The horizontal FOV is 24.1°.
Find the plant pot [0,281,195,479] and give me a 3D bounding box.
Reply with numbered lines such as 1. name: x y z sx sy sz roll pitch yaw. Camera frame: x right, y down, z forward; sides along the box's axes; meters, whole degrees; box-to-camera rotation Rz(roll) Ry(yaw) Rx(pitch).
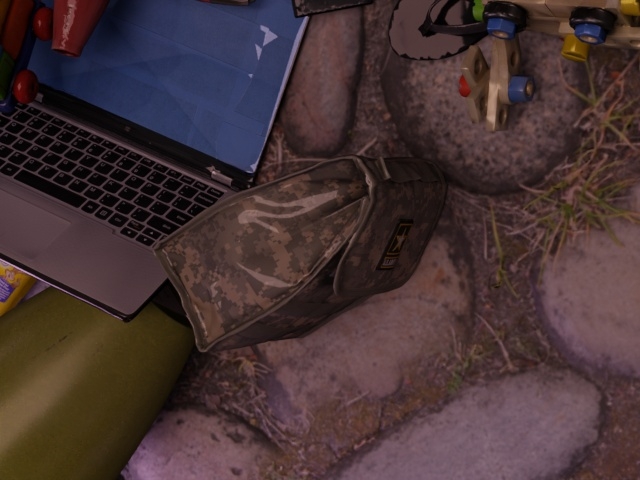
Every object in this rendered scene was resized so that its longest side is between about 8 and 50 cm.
1. plant pot: -0.295 0.160 1.866 0.293 0.275 0.275 -44 78 12

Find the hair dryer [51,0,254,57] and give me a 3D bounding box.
1. hair dryer: -0.218 -0.330 1.822 0.293 0.080 0.223 -38 74 4

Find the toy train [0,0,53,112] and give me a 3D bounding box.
1. toy train: -0.386 -0.293 1.811 0.105 0.143 0.248 8 71 15

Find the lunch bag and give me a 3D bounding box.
1. lunch bag: 0.000 0.000 1.724 0.287 0.235 0.169 -32 78 23

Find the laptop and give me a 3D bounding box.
1. laptop: -0.273 -0.173 1.829 0.382 0.408 0.236 24 137 20

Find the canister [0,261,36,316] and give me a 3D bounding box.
1. canister: -0.435 0.030 2.000 0.126 0.073 0.170 45 111 12

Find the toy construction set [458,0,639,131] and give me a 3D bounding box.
1. toy construction set: 0.288 -0.217 1.613 0.327 0.215 0.151 -7 70 29

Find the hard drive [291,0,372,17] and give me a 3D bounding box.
1. hard drive: 0.004 -0.340 1.788 0.094 0.022 0.135 -10 92 5

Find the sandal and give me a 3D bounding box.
1. sandal: 0.188 -0.277 1.713 0.254 0.054 0.097 -17 88 23
